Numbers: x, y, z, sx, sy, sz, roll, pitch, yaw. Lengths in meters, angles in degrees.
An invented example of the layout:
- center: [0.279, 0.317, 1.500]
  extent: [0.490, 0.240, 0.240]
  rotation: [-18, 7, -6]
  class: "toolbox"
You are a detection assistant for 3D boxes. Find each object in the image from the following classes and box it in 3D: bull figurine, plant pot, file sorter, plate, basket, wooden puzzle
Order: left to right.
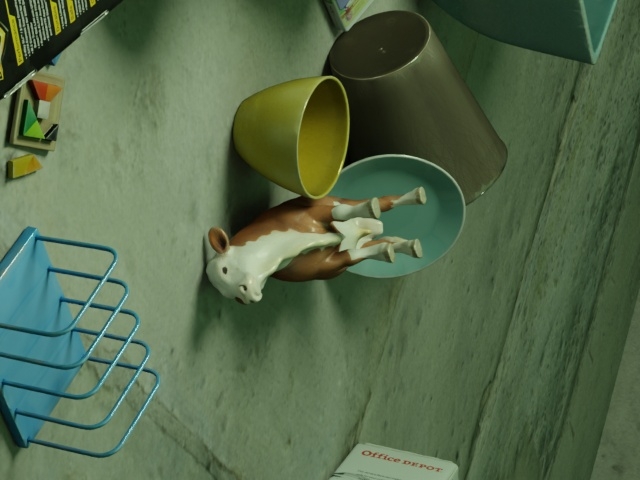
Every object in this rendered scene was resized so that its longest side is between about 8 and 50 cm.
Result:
- center: [-0.246, -0.113, 1.534]
  extent: [0.078, 0.014, 0.116]
  rotation: [-10, 107, -66]
  class: "wooden puzzle"
- center: [-0.223, 0.095, 1.551]
  extent: [0.170, 0.104, 0.118]
  rotation: [77, 33, -42]
  class: "file sorter"
- center: [-0.038, -0.117, 1.903]
  extent: [0.134, 0.095, 0.134]
  rotation: [9, 90, -66]
  class: "plant pot"
- center: [0.000, 0.000, 1.952]
  extent: [0.310, 0.188, 0.101]
  rotation: [-28, 109, -68]
  class: "bull figurine"
- center: [0.082, -0.033, 2.128]
  extent: [0.024, 0.188, 0.188]
  rotation: [-97, 177, -51]
  class: "plate"
- center: [0.104, -0.155, 2.141]
  extent: [0.227, 0.204, 0.154]
  rotation: [64, -1, -40]
  class: "basket"
- center: [0.250, -0.405, 2.257]
  extent: [0.248, 0.252, 0.247]
  rotation: [65, 40, -52]
  class: "plant pot"

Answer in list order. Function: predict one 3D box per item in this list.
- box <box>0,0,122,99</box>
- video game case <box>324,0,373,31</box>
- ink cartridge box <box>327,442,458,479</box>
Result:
- center: [-0.259, -0.290, 1.364]
  extent: [0.257, 0.079, 0.322]
  rotation: [-50, 142, -47]
  class: "box"
- center: [0.062, -0.380, 2.045]
  extent: [0.212, 0.023, 0.193]
  rotation: [-51, 147, -17]
  class: "video game case"
- center: [0.075, 0.361, 2.266]
  extent: [0.208, 0.153, 0.086]
  rotation: [-44, 138, -53]
  class: "ink cartridge box"
